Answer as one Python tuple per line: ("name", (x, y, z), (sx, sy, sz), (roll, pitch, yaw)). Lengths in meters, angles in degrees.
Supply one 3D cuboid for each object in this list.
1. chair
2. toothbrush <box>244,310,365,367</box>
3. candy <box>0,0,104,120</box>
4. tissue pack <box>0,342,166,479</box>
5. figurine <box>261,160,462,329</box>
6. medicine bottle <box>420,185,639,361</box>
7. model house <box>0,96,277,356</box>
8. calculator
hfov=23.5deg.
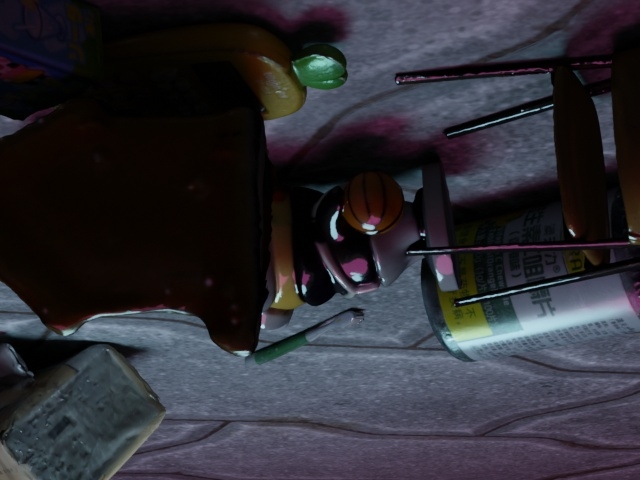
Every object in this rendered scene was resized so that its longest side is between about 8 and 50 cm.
("chair", (0.194, -0.058, 1.187), (0.247, 0.158, 0.172), (-8, 160, 18))
("toothbrush", (-0.025, 0.126, 1.949), (0.024, 0.018, 0.257), (2, 162, -36))
("candy", (-0.246, -0.139, 1.010), (0.097, 0.062, 0.194), (-18, 158, 39))
("tissue pack", (-0.394, 0.237, 1.989), (0.238, 0.238, 0.305), (9, 158, -35))
("figurine", (0.000, 0.000, 1.380), (0.236, 0.133, 0.176), (-9, 153, 9))
("medicine bottle", (0.253, 0.027, 1.491), (0.293, 0.141, 0.141), (-13, 160, 29))
("model house", (-0.151, -0.014, 1.096), (0.239, 0.173, 0.268), (1, -179, -2))
("calculator", (-0.093, -0.120, 1.146), (0.235, 0.032, 0.146), (-6, 162, 13))
